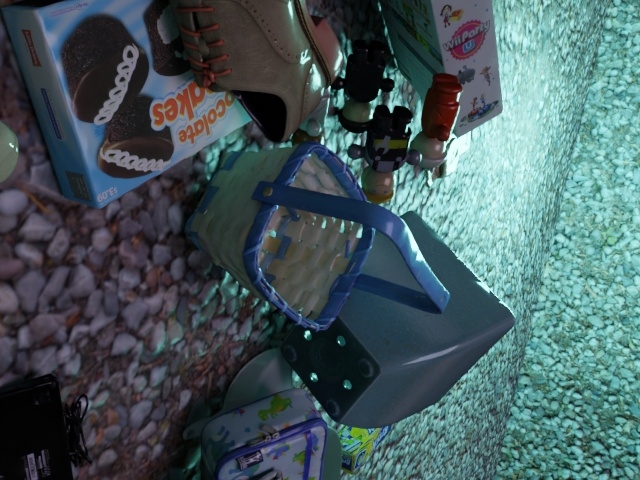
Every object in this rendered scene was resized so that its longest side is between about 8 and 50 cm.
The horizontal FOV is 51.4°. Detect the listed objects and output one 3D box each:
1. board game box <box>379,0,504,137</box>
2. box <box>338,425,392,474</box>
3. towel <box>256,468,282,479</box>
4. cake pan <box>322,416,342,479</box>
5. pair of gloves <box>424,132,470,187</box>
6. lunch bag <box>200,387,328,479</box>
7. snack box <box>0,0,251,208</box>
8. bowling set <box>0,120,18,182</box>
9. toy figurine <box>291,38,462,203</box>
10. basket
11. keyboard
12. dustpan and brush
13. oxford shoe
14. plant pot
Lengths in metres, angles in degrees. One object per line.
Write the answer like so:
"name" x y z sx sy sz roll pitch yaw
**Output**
"board game box" 0.171 -0.342 1.011 0.097 0.224 0.303 -29 140 -1
"box" 0.086 0.399 1.363 0.169 0.059 0.054 -32 132 -49
"towel" -0.147 0.469 0.904 0.237 0.037 0.329 -24 137 -31
"cake pan" -0.051 0.439 1.162 0.293 0.054 0.293 -31 128 -49
"pair of gloves" 0.263 -0.250 1.385 0.204 0.042 0.240 -51 144 -40
"lunch bag" -0.077 0.315 0.940 0.176 0.090 0.219 -14 133 -25
"snack box" -0.154 -0.189 0.704 0.322 0.060 0.187 -42 136 -43
"bowling set" -0.337 0.032 0.458 0.287 0.154 0.200 -52 161 -36
"toy figurine" 0.075 -0.169 0.952 0.209 0.213 0.148 -39 151 -41
"basket" 0.000 0.000 0.815 0.201 0.288 0.255 -60 148 -15
"keyboard" -0.293 0.225 0.701 0.100 0.038 0.192 -12 116 -31
"dustpan and brush" -0.117 0.251 0.980 0.211 0.060 0.147 -17 107 -63
"oxford shoe" -0.085 -0.212 0.635 0.348 0.123 0.130 39 73 -54
"plant pot" 0.089 0.143 1.022 0.252 0.247 0.248 -19 150 -46
